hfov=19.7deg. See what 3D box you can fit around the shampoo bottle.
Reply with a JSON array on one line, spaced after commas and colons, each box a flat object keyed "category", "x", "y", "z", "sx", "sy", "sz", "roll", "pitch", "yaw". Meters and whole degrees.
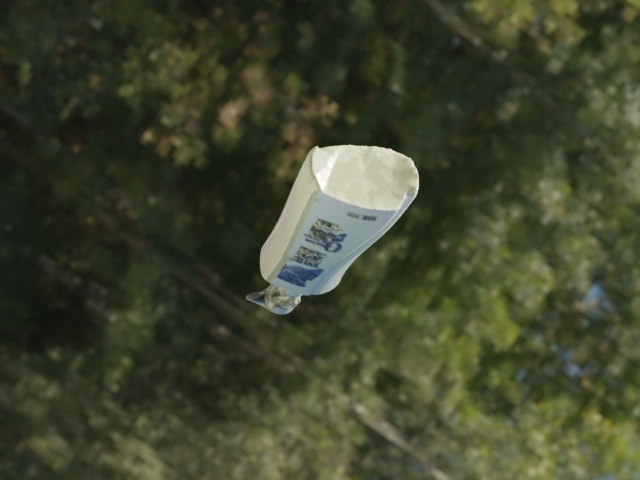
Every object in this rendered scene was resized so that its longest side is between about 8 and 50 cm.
[{"category": "shampoo bottle", "x": 0.000, "y": 0.000, "z": 0.841, "sx": 0.141, "sy": 0.049, "sz": 0.034, "roll": 123, "pitch": -38, "yaw": -60}]
